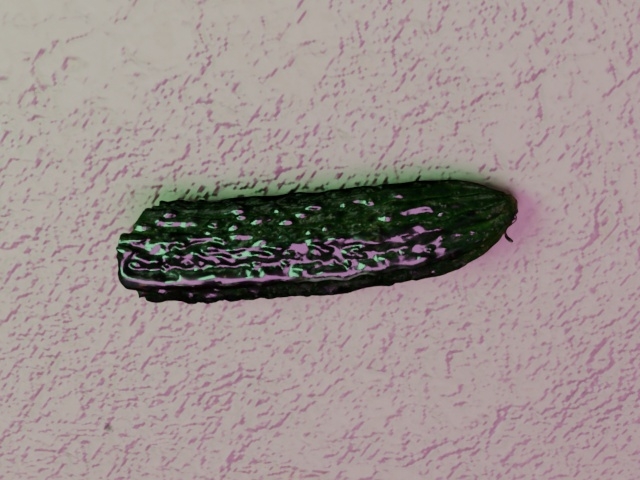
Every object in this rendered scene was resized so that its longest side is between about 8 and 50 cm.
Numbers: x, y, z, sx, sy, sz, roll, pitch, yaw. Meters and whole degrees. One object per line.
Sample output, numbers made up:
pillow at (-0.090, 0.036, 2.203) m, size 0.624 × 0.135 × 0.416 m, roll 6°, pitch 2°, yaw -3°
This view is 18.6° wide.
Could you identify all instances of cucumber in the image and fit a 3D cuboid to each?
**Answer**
cucumber at (0.000, 0.002, 1.308) m, size 0.265 × 0.077 × 0.077 m, roll -4°, pitch 121°, yaw 7°
